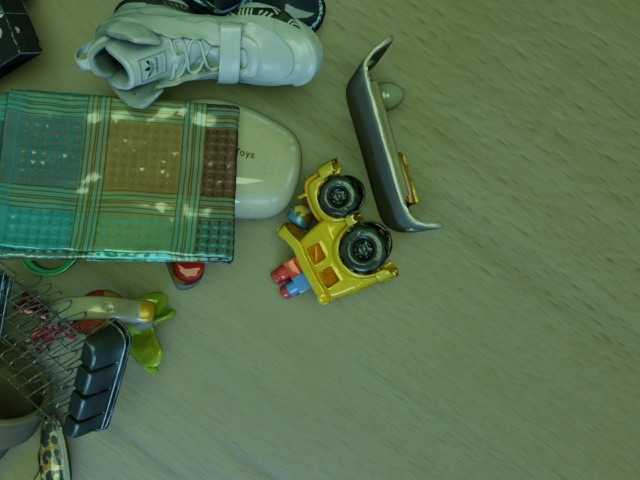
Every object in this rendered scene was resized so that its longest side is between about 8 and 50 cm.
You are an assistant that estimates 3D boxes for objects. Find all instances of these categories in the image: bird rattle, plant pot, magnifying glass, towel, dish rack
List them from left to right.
[{"bbox_3d":[-0.585,0.287,1.440,0.263,0.263,0.229,30,106,-5],"label":"plant pot"},{"bbox_3d":[-0.416,0.152,1.382,0.271,0.074,0.208,34,121,21],"label":"dish rack"},{"bbox_3d":[-0.392,-0.011,1.554,0.231,0.026,0.092,-21,92,-7],"label":"magnifying glass"},{"bbox_3d":[-0.357,0.115,1.478,0.253,0.207,0.143,14,70,-15],"label":"bird rattle"},{"bbox_3d":[-0.311,-0.098,1.402,0.370,0.040,0.272,2,72,-5],"label":"towel"}]

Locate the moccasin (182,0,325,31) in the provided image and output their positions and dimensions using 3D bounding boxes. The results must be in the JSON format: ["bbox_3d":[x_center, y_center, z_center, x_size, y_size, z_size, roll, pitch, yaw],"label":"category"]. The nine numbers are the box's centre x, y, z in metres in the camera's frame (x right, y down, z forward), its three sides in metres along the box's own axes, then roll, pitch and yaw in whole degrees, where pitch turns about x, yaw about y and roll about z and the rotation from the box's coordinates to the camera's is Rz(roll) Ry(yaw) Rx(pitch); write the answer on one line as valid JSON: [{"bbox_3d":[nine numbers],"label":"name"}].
[{"bbox_3d":[-0.158,-0.412,1.534,0.342,0.117,0.138,12,88,-6],"label":"moccasin"}]

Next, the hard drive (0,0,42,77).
[{"bbox_3d":[-0.598,-0.403,1.462,0.236,0.064,0.339,-23,92,27],"label":"hard drive"}]

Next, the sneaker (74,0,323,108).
[{"bbox_3d":[-0.191,-0.281,1.431,0.365,0.210,0.137,15,128,14],"label":"sneaker"}]

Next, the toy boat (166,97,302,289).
[{"bbox_3d":[-0.185,-0.074,1.530,0.267,0.148,0.318,19,80,-11],"label":"toy boat"}]

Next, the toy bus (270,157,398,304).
[{"bbox_3d":[0.000,0.000,1.548,0.211,0.149,0.220,-27,90,10],"label":"toy bus"}]

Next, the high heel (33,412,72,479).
[{"bbox_3d":[-0.498,0.413,1.501,0.186,0.093,0.261,-3,99,-12],"label":"high heel"}]

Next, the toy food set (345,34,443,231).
[{"bbox_3d":[0.127,-0.160,1.511,0.092,0.220,0.306,-17,91,-6],"label":"toy food set"}]
